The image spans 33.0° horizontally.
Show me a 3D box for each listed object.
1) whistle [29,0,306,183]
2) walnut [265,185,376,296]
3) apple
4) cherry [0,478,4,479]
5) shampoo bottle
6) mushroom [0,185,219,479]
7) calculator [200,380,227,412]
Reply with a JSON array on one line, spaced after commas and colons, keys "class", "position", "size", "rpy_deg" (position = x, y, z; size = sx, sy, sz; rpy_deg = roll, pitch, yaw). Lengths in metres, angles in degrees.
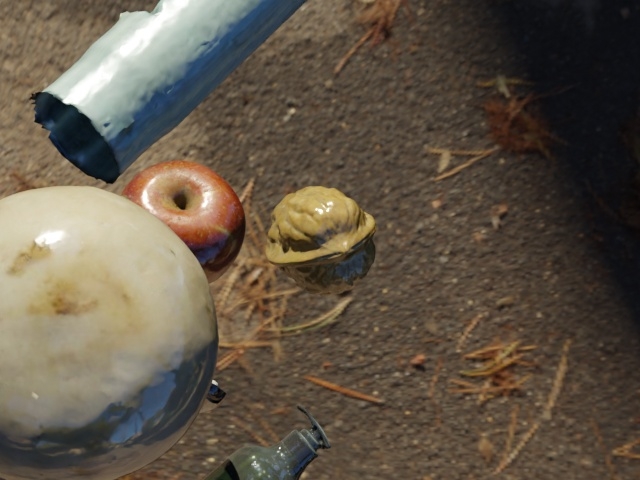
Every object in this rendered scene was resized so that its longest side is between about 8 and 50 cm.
[{"class": "whistle", "position": [-0.029, -0.153, 0.598], "size": [0.062, 0.062, 0.312], "rpy_deg": [47, 65, -12]}, {"class": "walnut", "position": [0.000, 0.000, 0.804], "size": [0.083, 0.096, 0.079], "rpy_deg": [-26, 109, -18]}, {"class": "apple", "position": [-0.217, -0.021, 1.676], "size": [0.201, 0.162, 0.201], "rpy_deg": [7, 56, -10]}, {"class": "cherry", "position": [-0.497, 0.338, 1.825], "size": [0.285, 0.236, 0.212], "rpy_deg": [3, 108, -39]}, {"class": "shampoo bottle", "position": [-0.104, 0.322, 1.305], "size": [0.284, 0.101, 0.101], "rpy_deg": [-40, 100, -7]}, {"class": "mushroom", "position": [-0.173, 0.067, 0.765], "size": [0.207, 0.215, 0.207], "rpy_deg": [0, 87, -1]}, {"class": "calculator", "position": [-0.195, 0.146, 1.240], "size": [0.177, 0.268, 0.040], "rpy_deg": [30, 71, -10]}]
